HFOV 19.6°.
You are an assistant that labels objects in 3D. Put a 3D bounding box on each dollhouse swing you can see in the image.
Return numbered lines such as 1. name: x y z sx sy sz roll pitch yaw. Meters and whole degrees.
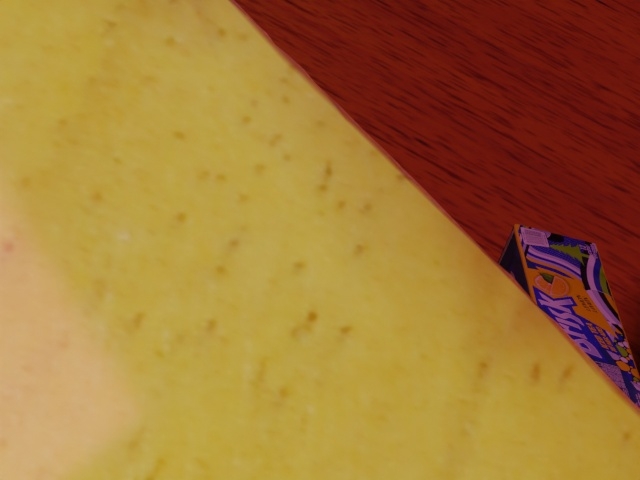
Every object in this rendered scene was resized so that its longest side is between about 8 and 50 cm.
1. dollhouse swing: -0.071 0.120 0.473 0.347 0.305 0.315 45 50 0

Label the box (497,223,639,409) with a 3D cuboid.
1. box: 0.131 0.063 1.013 0.054 0.059 0.169 14 31 -11
